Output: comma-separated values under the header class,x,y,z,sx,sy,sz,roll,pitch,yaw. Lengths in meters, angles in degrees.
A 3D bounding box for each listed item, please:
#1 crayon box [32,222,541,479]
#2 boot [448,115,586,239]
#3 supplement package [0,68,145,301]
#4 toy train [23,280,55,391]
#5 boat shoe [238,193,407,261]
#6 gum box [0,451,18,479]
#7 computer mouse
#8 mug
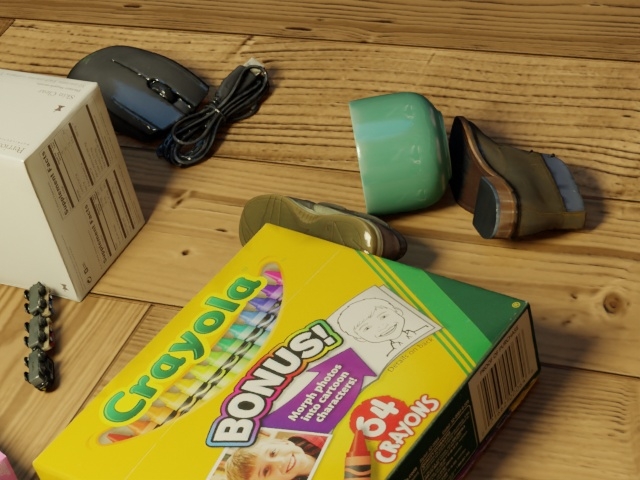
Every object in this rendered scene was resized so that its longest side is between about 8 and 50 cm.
class,x,y,z,sx,sy,sz,roll,pitch,yaw
crayon box,-0.026,0.161,1.492,0.313,0.106,0.363,17,49,34
boot,0.205,-0.065,1.740,0.106,0.082,0.219,2,33,-13
supplement package,-0.363,-0.071,1.804,0.262,0.204,0.145,10,45,27
toy train,-0.295,0.100,1.709,0.027,0.036,0.158,-29,38,13
boat shoe,0.001,-0.001,1.712,0.073,0.080,0.224,8,1,-40
gum box,-0.379,0.220,1.570,0.107,0.062,0.188,-36,43,-23
computer mouse,-0.215,-0.191,2.008,0.272,0.072,0.188,16,49,33
mug,0.087,-0.103,1.758,0.097,0.129,0.157,-9,39,3
